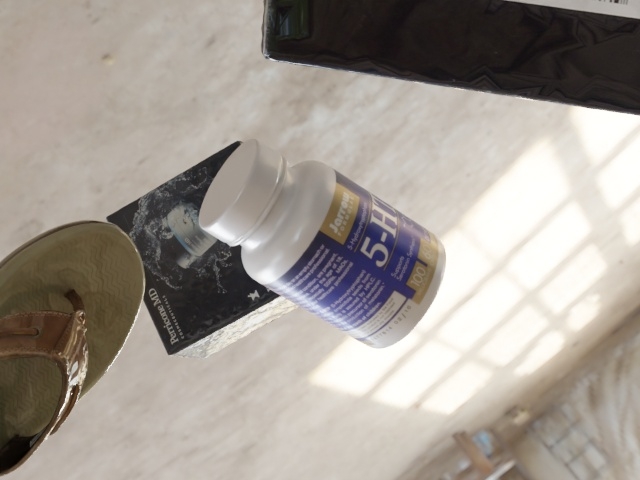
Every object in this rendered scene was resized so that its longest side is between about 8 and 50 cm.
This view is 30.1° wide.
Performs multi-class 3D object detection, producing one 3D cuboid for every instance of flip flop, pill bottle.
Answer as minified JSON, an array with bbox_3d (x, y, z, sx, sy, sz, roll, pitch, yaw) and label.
[{"bbox_3d":[-0.199,0.093,0.737,0.277,0.080,0.112,-45,123,-37],"label":"flip flop"},{"bbox_3d":[0.000,0.000,0.975,0.186,0.112,0.112,31,117,-22],"label":"pill bottle"}]

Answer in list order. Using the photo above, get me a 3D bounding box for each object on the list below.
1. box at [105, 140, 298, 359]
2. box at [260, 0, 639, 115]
[{"bbox_3d":[-0.098,0.012,1.163,0.158,0.156,0.093,-29,167,11],"label":"box"},{"bbox_3d":[0.171,-0.213,0.756,0.312,0.343,0.179,-60,158,-61],"label":"box"}]
